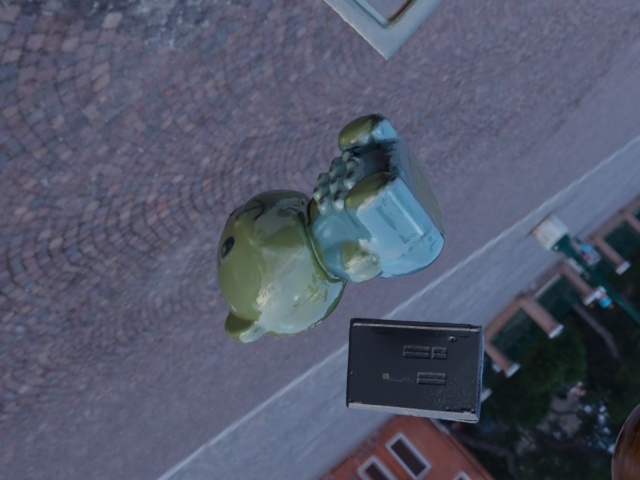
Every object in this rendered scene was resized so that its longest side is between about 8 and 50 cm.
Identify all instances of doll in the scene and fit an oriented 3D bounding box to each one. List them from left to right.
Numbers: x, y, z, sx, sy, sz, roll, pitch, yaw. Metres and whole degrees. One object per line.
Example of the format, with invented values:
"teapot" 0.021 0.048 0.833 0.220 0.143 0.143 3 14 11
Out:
"doll" 0.000 0.000 0.893 0.260 0.177 0.161 -29 127 18

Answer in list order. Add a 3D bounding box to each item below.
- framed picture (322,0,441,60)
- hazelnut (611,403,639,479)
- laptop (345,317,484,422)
"framed picture" 0.005 -0.284 0.477 0.211 0.289 0.020 -46 -172 15
"hazelnut" 0.305 0.178 0.628 0.143 0.143 0.154 -41 178 -5
"laptop" 0.130 0.180 1.138 0.016 0.197 0.135 22 70 -66
